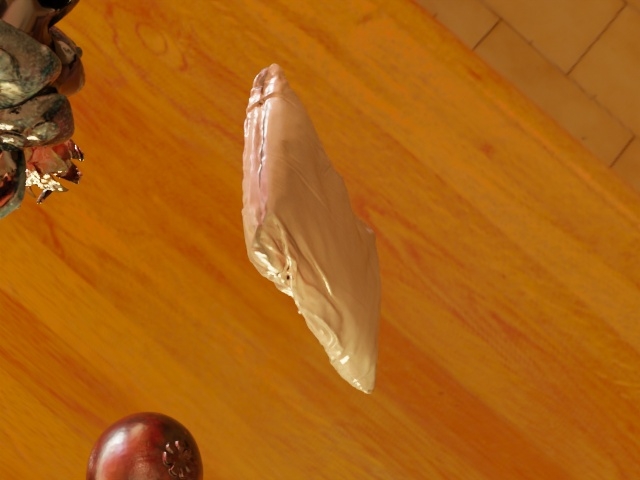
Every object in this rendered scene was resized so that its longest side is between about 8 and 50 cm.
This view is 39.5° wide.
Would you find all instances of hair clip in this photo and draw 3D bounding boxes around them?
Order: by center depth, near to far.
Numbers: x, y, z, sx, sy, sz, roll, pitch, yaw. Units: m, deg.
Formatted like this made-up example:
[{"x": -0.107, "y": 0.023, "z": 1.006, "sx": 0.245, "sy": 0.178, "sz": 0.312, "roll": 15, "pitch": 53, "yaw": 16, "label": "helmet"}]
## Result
[{"x": -0.334, "y": -0.137, "z": 0.774, "sx": 0.310, "sy": 0.206, "sz": 0.194, "roll": -8, "pitch": 61, "yaw": 20, "label": "hair clip"}]

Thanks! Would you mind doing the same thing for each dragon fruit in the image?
[{"x": -0.426, "y": -0.129, "z": 1.304, "sx": 0.121, "sy": 0.142, "sz": 0.130, "roll": -49, "pitch": 47, "yaw": -6, "label": "dragon fruit"}]

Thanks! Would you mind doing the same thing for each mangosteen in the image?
[{"x": -0.262, "y": 0.342, "z": 1.270, "sx": 0.200, "sy": 0.200, "sz": 0.200, "roll": 3, "pitch": 75, "yaw": -12, "label": "mangosteen"}]

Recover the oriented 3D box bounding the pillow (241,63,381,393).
[{"x": 0.000, "y": 0.000, "z": 0.772, "sx": 0.067, "sy": 0.270, "sz": 0.173, "roll": -10, "pitch": 54, "yaw": 19, "label": "pillow"}]
